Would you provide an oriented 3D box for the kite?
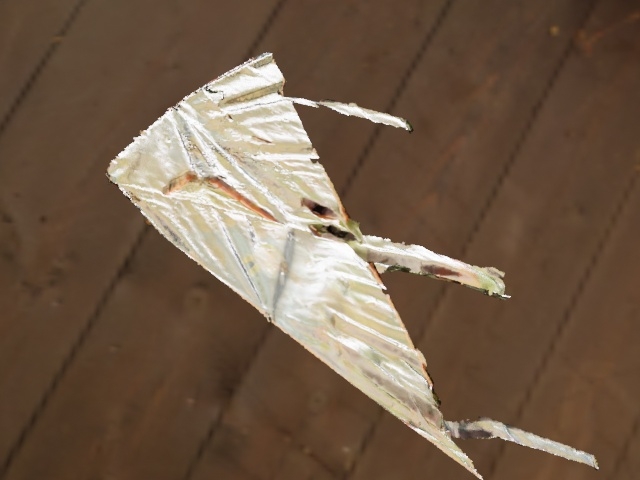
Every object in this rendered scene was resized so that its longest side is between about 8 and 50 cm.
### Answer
[{"bbox_3d":[0.000,0.000,0.529,0.160,0.183,0.010,14,-53,-38],"label":"kite"}]
